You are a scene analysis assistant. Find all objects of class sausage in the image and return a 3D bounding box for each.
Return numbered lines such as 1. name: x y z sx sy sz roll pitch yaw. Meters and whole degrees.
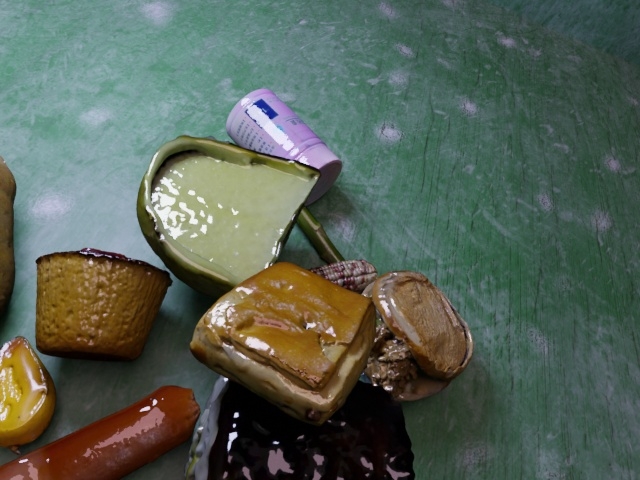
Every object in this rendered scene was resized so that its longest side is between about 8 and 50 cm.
1. sausage: -0.345 0.323 0.698 0.348 0.094 0.097 -22 72 -22

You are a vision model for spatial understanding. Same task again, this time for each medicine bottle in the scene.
1. medicine bottle: -0.085 -0.214 1.108 0.152 0.152 0.254 -34 72 -33

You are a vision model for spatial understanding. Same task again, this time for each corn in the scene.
1. corn: 0.006 0.090 0.985 0.237 0.079 0.079 -11 61 -20

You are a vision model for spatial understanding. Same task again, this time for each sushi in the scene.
1. sushi: -0.039 0.325 0.670 0.294 0.299 0.281 16 54 -8

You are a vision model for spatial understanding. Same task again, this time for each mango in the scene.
1. mango: -0.468 0.236 0.737 0.101 0.066 0.187 -19 60 -19

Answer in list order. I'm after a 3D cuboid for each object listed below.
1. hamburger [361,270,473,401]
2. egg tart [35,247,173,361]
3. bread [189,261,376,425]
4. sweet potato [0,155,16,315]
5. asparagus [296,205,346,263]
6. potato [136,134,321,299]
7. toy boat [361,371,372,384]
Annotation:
1. hamburger: 0.174 0.183 0.920 0.243 0.146 0.286 32 38 -12
2. egg tart: -0.358 0.107 0.784 0.215 0.215 0.171 7 69 -14
3. bread: -0.031 0.118 0.648 0.210 0.099 0.235 26 27 16
4. sweet potato: -0.589 0.014 0.793 0.157 0.158 0.370 -9 60 -23
5. asparagus: 0.000 0.000 1.065 0.045 0.041 0.178 -37 86 -3
6. potato: -0.197 -0.029 0.891 0.280 0.213 0.330 27 50 -6
7. toy boat: 0.069 0.287 0.894 0.105 0.034 0.149 38 53 13
